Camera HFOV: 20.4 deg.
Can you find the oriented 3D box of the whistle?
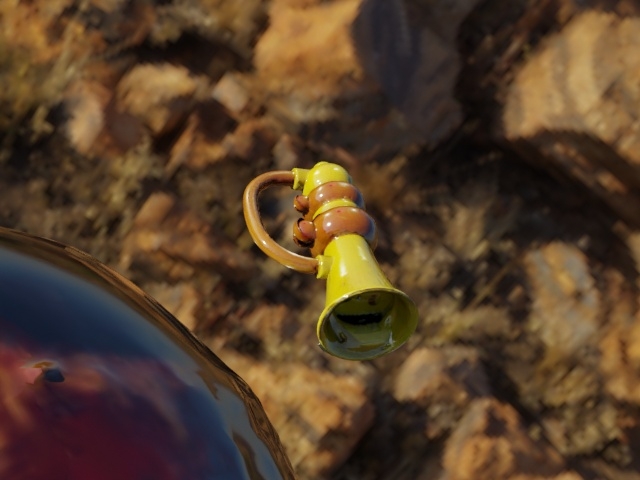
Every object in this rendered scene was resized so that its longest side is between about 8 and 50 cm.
[{"bbox_3d":[0.001,0.005,0.817,0.057,0.046,0.109,-20,46,-4],"label":"whistle"}]

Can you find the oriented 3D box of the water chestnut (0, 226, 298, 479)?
[{"bbox_3d":[-0.098,0.116,0.378,0.224,0.224,0.238,-5,71,-44],"label":"water chestnut"}]
